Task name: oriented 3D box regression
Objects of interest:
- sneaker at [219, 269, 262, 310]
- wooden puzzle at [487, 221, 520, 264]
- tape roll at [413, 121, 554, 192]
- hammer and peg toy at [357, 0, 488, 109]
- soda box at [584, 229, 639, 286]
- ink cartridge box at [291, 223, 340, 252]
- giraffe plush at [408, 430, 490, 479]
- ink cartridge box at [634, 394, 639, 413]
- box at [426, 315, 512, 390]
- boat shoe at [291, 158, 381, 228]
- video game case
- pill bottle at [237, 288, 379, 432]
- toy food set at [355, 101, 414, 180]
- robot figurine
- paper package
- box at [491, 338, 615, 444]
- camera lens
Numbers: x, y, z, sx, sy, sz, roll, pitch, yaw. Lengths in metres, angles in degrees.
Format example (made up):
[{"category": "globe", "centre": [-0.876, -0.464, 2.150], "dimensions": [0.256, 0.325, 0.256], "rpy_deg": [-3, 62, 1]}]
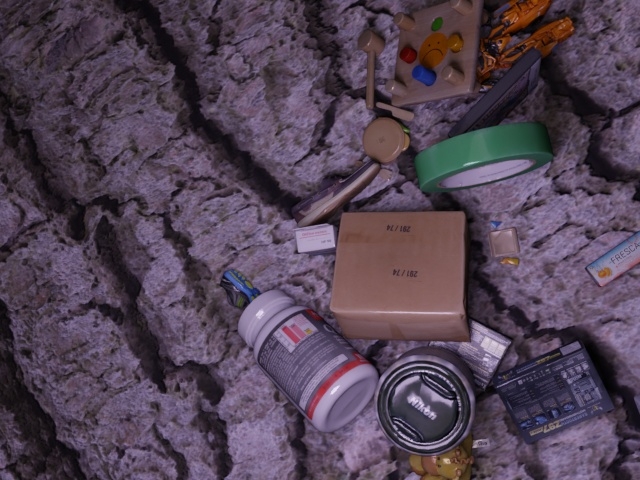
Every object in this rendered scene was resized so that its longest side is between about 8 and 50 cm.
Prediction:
[{"category": "sneaker", "centre": [-0.215, 0.167, 1.917], "dimensions": [0.188, 0.067, 0.078], "rpy_deg": [47, 120, 13]}, {"category": "wooden puzzle", "centre": [0.473, 0.007, 1.747], "dimensions": [0.079, 0.014, 0.116], "rpy_deg": [-3, 85, 12]}, {"category": "tape roll", "centre": [0.389, -0.194, 1.627], "dimensions": [0.322, 0.321, 0.077], "rpy_deg": [-13, 83, 15]}, {"category": "hammer and peg toy", "centre": [0.258, -0.471, 1.760], "dimensions": [0.361, 0.127, 0.265], "rpy_deg": [-1, 80, 48]}, {"category": "soda box", "centre": [0.738, 0.039, 1.642], "dimensions": [0.183, 0.058, 0.063], "rpy_deg": [-36, 76, 10]}, {"category": "ink cartridge box", "centre": [0.000, 0.000, 1.798], "dimensions": [0.104, 0.180, 0.060], "rpy_deg": [-9, 83, 16]}, {"category": "giraffe plush", "centre": [0.313, 0.541, 1.665], "dimensions": [0.210, 0.170, 0.181], "rpy_deg": [-29, 78, 12]}, {"category": "ink cartridge box", "centre": [0.786, 0.505, 1.446], "dimensions": [0.072, 0.330, 0.323], "rpy_deg": [-21, 80, 14]}, {"category": "box", "centre": [0.373, 0.272, 1.719], "dimensions": [0.180, 0.077, 0.147], "rpy_deg": [27, 93, 17]}, {"category": "boat shoe", "centre": [0.036, -0.135, 1.841], "dimensions": [0.285, 0.103, 0.092], "rpy_deg": [-40, 79, 17]}, {"category": "video game case", "centre": [0.430, -0.327, 1.664], "dimensions": [0.275, 0.248, 0.035], "rpy_deg": [-46, 77, 8]}, {"category": "pill bottle", "centre": [-0.041, 0.298, 1.738], "dimensions": [0.363, 0.210, 0.210], "rpy_deg": [40, 97, 32]}, {"category": "toy food set", "centre": [0.178, -0.272, 1.849], "dimensions": [0.133, 0.039, 0.192], "rpy_deg": [26, 104, 22]}, {"category": "robot figurine", "centre": [0.487, -0.516, 1.749], "dimensions": [0.291, 0.085, 0.211], "rpy_deg": [-31, 76, 12]}, {"category": "paper package", "centre": [0.208, 0.086, 1.686], "dimensions": [0.325, 0.168, 0.309], "rpy_deg": [-1, 57, 16]}, {"category": "box", "centre": [0.560, 0.367, 1.631], "dimensions": [0.233, 0.059, 0.183], "rpy_deg": [-28, 104, 13]}, {"category": "camera lens", "centre": [0.247, 0.360, 1.559], "dimensions": [0.220, 0.274, 0.219], "rpy_deg": [-1, 88, 13]}]
